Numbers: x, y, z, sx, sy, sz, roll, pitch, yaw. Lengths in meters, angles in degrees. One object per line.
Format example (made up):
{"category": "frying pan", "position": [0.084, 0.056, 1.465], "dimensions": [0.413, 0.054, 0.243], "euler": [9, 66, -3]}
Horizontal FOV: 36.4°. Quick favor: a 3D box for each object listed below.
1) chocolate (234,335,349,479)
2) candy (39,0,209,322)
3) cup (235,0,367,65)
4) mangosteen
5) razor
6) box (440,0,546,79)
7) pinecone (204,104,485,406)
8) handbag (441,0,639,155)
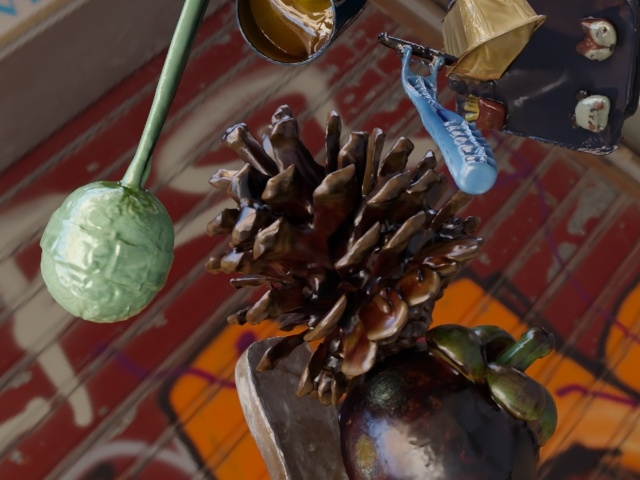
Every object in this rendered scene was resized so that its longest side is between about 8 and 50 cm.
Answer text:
{"category": "chocolate", "position": [-0.050, 0.274, 1.442], "dimensions": [0.080, 0.253, 0.157], "euler": [-34, -19, 34]}
{"category": "candy", "position": [-0.138, -0.135, 0.878], "dimensions": [0.119, 0.119, 0.439], "euler": [8, -77, -78]}
{"category": "cup", "position": [-0.004, -0.280, 1.080], "dimensions": [0.150, 0.113, 0.138], "euler": [-42, 7, 34]}
{"category": "mangosteen", "position": [0.174, 0.265, 1.337], "dimensions": [0.311, 0.311, 0.311], "euler": [-49, -10, -12]}
{"category": "razor", "position": [0.103, -0.108, 0.818], "dimensions": [0.253, 0.082, 0.042], "euler": [-104, 32, -58]}
{"category": "box", "position": [0.205, -0.248, 1.188], "dimensions": [0.111, 0.111, 0.177], "euler": [-50, -1, -5]}
{"category": "pinecone", "position": [0.000, 0.000, 1.244], "dimensions": [0.384, 0.384, 0.384], "euler": [-49, -10, -12]}
{"category": "handbag", "position": [0.359, -0.306, 1.598], "dimensions": [0.122, 0.330, 0.303], "euler": [-58, -28, -43]}
